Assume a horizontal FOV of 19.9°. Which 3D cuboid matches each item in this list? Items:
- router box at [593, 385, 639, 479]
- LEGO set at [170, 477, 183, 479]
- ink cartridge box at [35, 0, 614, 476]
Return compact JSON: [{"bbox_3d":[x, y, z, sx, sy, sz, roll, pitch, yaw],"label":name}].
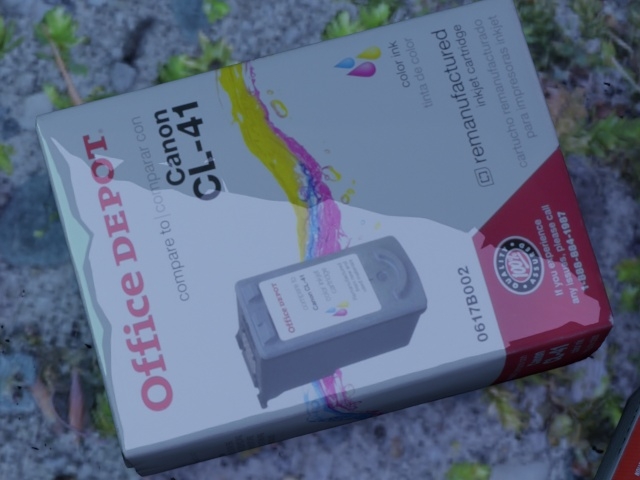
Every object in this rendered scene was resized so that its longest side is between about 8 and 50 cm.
[{"bbox_3d":[0.266,0.289,1.080,0.301,0.082,0.335,26,69,4],"label":"router box"},{"bbox_3d":[-0.064,0.180,1.151,0.083,0.023,0.054,41,77,20],"label":"LEGO set"},{"bbox_3d":[0.000,0.000,1.134,0.306,0.131,0.226,-15,79,-7],"label":"ink cartridge box"}]
